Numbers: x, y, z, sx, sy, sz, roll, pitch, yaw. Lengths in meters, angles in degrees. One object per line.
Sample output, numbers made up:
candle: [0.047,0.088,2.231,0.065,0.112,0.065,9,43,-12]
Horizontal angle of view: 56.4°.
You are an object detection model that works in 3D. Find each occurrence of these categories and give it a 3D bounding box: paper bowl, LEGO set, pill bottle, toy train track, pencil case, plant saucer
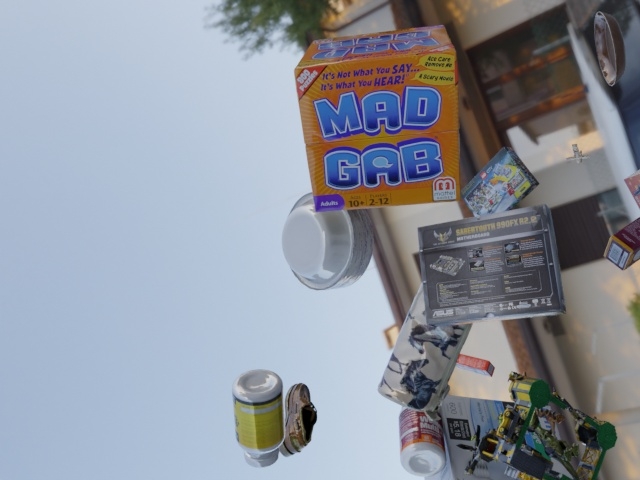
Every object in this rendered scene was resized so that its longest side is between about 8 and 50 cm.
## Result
paper bowl: [0.000,0.000,1.699,0.148,0.284,0.284,-3,-107,-45]
LEGO set: [0.482,0.449,1.366,0.331,0.192,0.255,25,-104,-20]
pill bottle: [-0.123,0.363,1.212,0.103,0.103,0.184,-46,-41,-62]
pill bottle: [0.275,0.520,1.636,0.121,0.121,0.221,57,-160,-23]
toy train track: [0.552,-0.191,1.286,0.083,0.048,0.014,33,-121,-55]
pencil case: [0.300,0.232,1.500,0.160,0.183,0.410,19,-85,-57]
plant saucer: [0.658,-0.438,1.355,0.168,0.029,0.168,-14,-90,-74]

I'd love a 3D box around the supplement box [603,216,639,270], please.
supplement box: [0.995,-0.003,1.871,0.081,0.188,0.104,50,164,35]

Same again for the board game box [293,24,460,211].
board game box: [0.156,-0.316,1.517,0.356,0.356,0.356,-77,-19,-61]

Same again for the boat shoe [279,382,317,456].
boat shoe: [-0.057,0.581,1.976,0.111,0.104,0.307,53,-159,-21]

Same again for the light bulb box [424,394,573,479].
light bulb box: [0.498,0.662,1.702,0.358,0.361,0.225,-91,11,-50]

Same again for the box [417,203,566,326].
box: [0.292,0.049,1.043,0.056,0.231,0.183,23,-121,-59]

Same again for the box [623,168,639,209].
box: [0.965,-0.154,1.663,0.091,0.170,0.130,-28,-92,-20]

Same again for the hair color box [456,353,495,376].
hair color box: [0.580,0.471,2.267,0.072,0.141,0.043,44,-117,-42]

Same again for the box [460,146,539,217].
box: [0.574,-0.167,1.938,0.044,0.233,0.159,-6,-122,-38]
